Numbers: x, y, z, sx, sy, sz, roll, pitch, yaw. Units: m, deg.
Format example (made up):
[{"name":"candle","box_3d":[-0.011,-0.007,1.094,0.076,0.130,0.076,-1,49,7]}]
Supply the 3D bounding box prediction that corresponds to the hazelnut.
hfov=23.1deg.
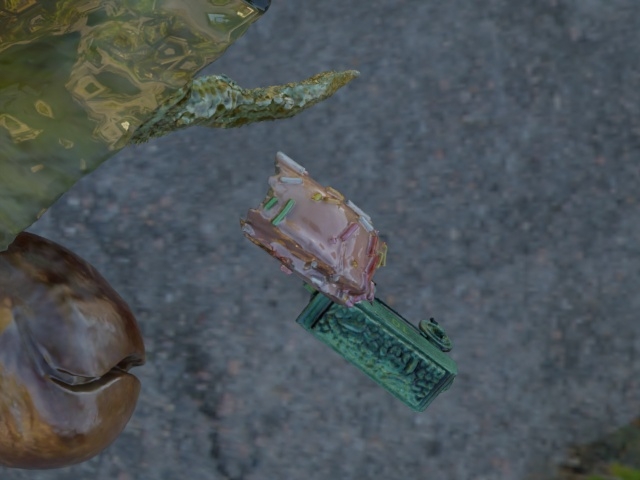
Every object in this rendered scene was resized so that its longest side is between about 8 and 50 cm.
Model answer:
[{"name":"hazelnut","box_3d":[-0.179,0.066,0.951,0.143,0.143,0.154,-16,73,-34]}]

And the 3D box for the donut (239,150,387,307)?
[{"name":"donut","box_3d":[0.000,0.000,1.120,0.117,0.166,0.065,36,87,1]}]

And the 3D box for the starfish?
[{"name":"starfish","box_3d":[-0.124,-0.100,1.028,0.357,0.347,0.078,1,85,-21]}]

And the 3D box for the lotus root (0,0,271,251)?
[{"name":"lotus root","box_3d":[-0.145,-0.138,0.525,0.149,0.260,0.267,24,50,-34]}]

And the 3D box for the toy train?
[{"name":"toy train","box_3d":[0.054,0.088,1.423,0.172,0.099,0.070,37,106,-9]}]
